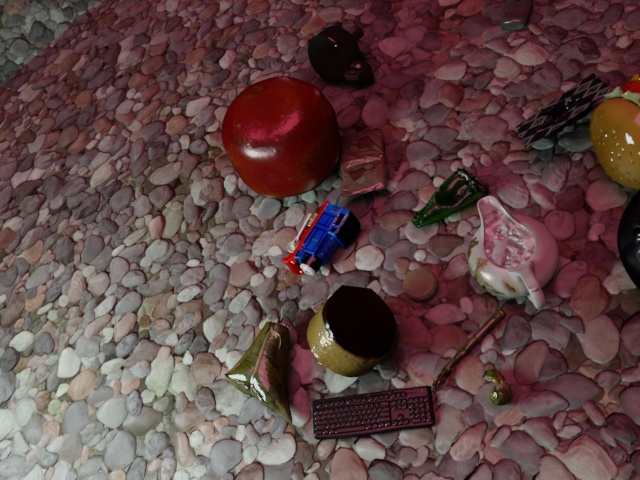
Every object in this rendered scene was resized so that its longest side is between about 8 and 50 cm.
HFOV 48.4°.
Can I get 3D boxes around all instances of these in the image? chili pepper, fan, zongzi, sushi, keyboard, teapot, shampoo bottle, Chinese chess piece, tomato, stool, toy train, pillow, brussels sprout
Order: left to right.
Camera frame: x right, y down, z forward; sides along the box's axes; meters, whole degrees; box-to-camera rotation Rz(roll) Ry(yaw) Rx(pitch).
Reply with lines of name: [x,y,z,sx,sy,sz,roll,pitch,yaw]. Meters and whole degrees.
tomato: [-0.110,-0.283,1.989,0.325,0.293,0.289,3,49,16]
zongzi: [-0.093,0.305,1.713,0.204,0.094,0.205,27,73,31]
toy train: [0.000,0.000,1.870,0.131,0.082,0.204,23,72,34]
stool: [0.070,-0.565,2.190,0.139,0.228,0.153,-44,7,-33]
keyboard: [0.065,0.397,1.612,0.381,0.041,0.103,-14,54,16]
fan: [0.088,-0.076,1.933,0.113,0.005,0.175,-6,57,23]
pillow: [0.118,-0.218,1.986,0.135,0.049,0.248,-15,50,14]
Chinese chess piece: [0.243,0.108,1.727,0.084,0.034,0.084,-11,58,18]
chili pepper: [0.324,-0.104,1.813,0.216,0.062,0.108,-31,45,3]
brussels sprout: [0.380,0.311,1.524,0.051,0.046,0.083,-17,53,6]
teapot: [0.440,0.036,1.619,0.204,0.139,0.298,-27,51,3]
shampoo bottle: [0.582,-0.690,2.089,0.080,0.040,0.165,8,64,30]
sushi: [0.605,-0.305,1.756,0.231,0.047,0.219,-36,14,21]

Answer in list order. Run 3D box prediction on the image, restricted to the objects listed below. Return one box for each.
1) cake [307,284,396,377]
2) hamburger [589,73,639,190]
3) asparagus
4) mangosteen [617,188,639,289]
cake: [0.059,0.228,1.662,0.185,0.178,0.207,32,52,-5]
hamburger: [0.726,-0.232,1.581,0.212,0.274,0.274,-26,52,-2]
asparagus: [0.331,0.245,1.605,0.248,0.025,0.024,-45,95,-8]
mangosteen: [0.758,0.003,1.428,0.300,0.300,0.300,-12,55,17]
